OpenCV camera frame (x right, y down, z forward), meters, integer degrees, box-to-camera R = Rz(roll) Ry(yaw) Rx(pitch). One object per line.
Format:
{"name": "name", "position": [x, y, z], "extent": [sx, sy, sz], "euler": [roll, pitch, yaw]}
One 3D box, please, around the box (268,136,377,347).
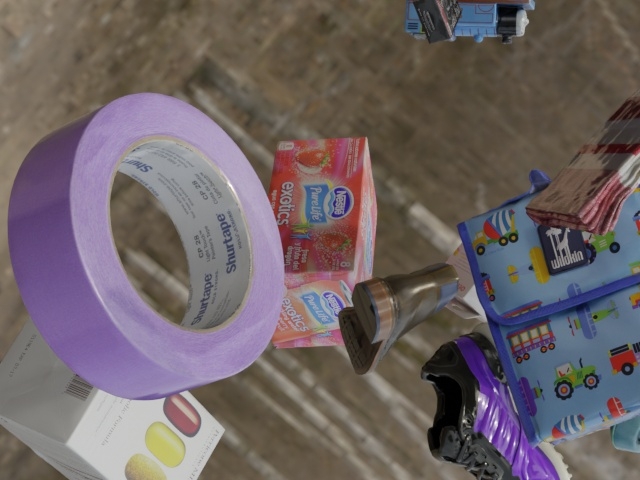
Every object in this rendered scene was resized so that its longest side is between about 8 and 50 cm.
{"name": "box", "position": [0.000, 0.000, 2.430], "extent": [0.300, 0.142, 0.154], "euler": [-83, 167, -48]}

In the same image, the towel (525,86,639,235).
{"name": "towel", "position": [0.344, -0.134, 1.630], "extent": [0.329, 0.037, 0.237], "euler": [-47, -174, -1]}

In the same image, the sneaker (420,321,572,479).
{"name": "sneaker", "position": [0.209, 0.263, 2.098], "extent": [0.146, 0.293, 0.102], "euler": [-22, 176, -30]}

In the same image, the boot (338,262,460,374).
{"name": "boot", "position": [0.085, 0.087, 1.816], "extent": [0.106, 0.082, 0.219], "euler": [-19, 165, -14]}

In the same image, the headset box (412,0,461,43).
{"name": "headset box", "position": [0.144, -0.287, 2.054], "extent": [0.032, 0.062, 0.083], "euler": [-12, -150, 25]}

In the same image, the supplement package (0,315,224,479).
{"name": "supplement package", "position": [-0.231, 0.191, 1.795], "extent": [0.139, 0.133, 0.244], "euler": [-61, 147, -17]}

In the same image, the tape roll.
{"name": "tape roll", "position": [-0.156, 0.006, 1.540], "extent": [0.090, 0.275, 0.275], "euler": [-22, -162, 37]}

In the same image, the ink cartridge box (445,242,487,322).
{"name": "ink cartridge box", "position": [0.237, 0.052, 2.335], "extent": [0.143, 0.090, 0.092], "euler": [-51, -151, -3]}

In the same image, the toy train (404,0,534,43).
{"name": "toy train", "position": [0.198, -0.316, 2.209], "extent": [0.080, 0.184, 0.105], "euler": [-11, 104, -78]}

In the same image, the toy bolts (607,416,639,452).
{"name": "toy bolts", "position": [0.392, 0.178, 2.065], "extent": [0.218, 0.158, 0.229], "euler": [-22, 129, -35]}

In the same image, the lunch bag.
{"name": "lunch bag", "position": [0.297, 0.055, 1.843], "extent": [0.221, 0.293, 0.138], "euler": [-23, 166, 17]}
